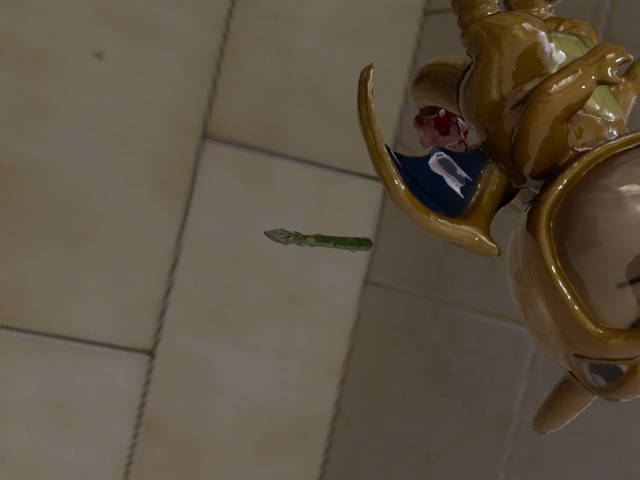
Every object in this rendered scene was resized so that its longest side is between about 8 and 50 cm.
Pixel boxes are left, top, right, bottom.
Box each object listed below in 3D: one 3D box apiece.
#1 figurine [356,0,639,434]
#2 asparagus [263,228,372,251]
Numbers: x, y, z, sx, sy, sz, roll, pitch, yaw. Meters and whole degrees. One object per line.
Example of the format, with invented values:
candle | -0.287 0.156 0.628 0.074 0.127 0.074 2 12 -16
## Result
figurine | 0.228 -0.044 1.299 0.268 0.401 0.387 -27 81 11
asparagus | 0.000 0.000 1.196 0.114 0.015 0.014 6 87 -44
